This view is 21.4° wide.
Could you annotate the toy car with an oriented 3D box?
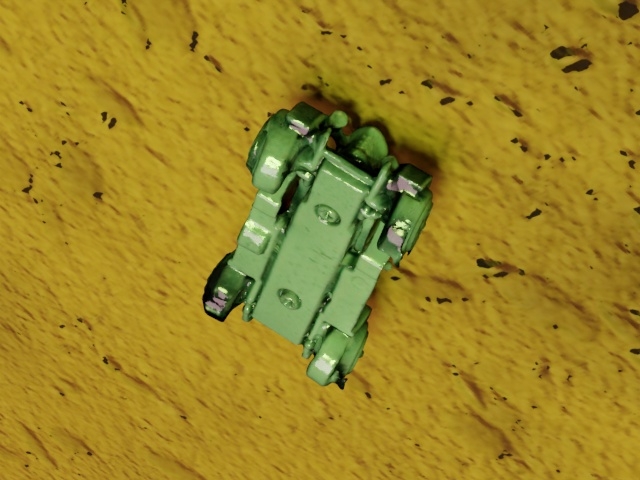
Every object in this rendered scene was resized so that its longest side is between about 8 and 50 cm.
[{"bbox_3d":[0.000,0.000,0.674,0.073,0.054,0.143,30,146,6],"label":"toy car"}]
